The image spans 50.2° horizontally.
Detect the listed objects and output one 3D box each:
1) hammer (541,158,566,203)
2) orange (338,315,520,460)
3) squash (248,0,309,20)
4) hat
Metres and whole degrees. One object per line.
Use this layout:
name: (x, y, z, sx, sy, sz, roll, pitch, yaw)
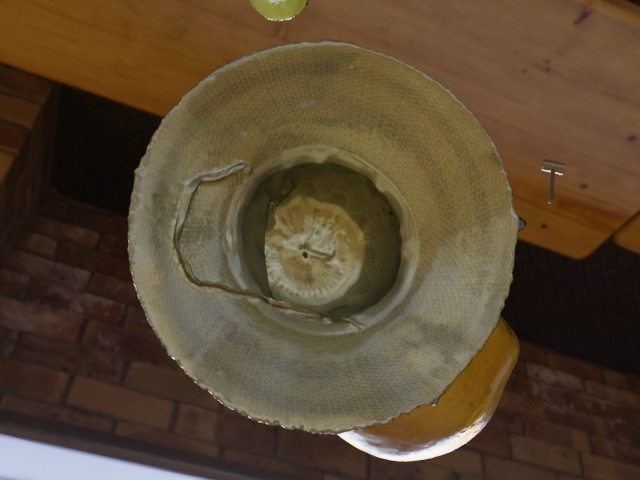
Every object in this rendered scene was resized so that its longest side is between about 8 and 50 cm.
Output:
hammer: (0.370, -0.093, 1.087, 0.035, 0.110, 0.019, 14, 131, 10)
orange: (0.082, 0.095, 0.736, 0.235, 0.279, 0.279, -38, 127, 12)
squash: (-0.081, -0.494, 1.237, 0.132, 0.133, 0.247, 7, -178, 0)
hat: (0.000, 0.000, 0.471, 0.252, 0.252, 0.110, 14, 168, -9)
